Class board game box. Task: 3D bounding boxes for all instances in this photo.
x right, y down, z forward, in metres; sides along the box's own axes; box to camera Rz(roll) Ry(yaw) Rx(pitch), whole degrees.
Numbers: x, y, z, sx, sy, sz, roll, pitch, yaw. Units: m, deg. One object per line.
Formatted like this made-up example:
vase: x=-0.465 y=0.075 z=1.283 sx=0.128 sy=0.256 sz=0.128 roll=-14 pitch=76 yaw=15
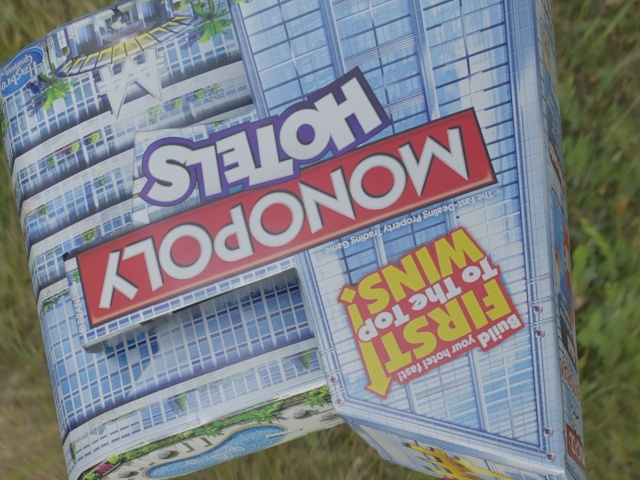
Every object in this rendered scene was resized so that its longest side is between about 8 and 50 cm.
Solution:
board game box: x=0.000 y=0.000 z=0.477 sx=0.194 sy=0.060 sz=0.194 roll=-20 pitch=65 yaw=9
